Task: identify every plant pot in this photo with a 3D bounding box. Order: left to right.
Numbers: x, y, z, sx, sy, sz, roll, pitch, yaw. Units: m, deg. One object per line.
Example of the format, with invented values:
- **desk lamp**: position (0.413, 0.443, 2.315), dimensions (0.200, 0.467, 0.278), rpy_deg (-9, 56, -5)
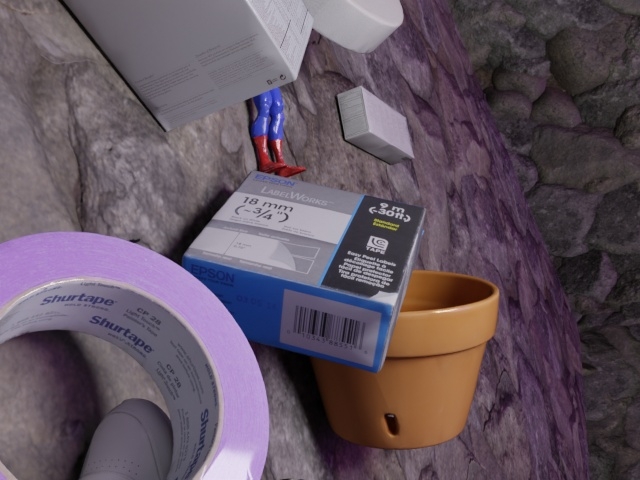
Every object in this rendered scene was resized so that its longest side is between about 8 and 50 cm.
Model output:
- **plant pot**: position (0.106, 0.166, 1.068), dimensions (0.291, 0.291, 0.203), rpy_deg (-19, 110, -64)

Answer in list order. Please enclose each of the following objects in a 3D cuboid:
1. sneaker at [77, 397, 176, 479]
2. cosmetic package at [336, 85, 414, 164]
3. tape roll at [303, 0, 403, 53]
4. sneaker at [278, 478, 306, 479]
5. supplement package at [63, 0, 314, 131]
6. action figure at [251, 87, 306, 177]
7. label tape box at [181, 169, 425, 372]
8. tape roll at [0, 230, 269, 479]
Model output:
- **sneaker**: position (-0.181, 0.261, 0.585), dimensions (0.152, 0.114, 0.305), rpy_deg (46, 37, -46)
- **cosmetic package**: position (0.117, -0.231, 1.532), dimensions (0.239, 0.061, 0.098), rpy_deg (15, 64, -61)
- **tape roll**: position (-0.024, -0.466, 1.170), dimensions (0.392, 0.072, 0.392), rpy_deg (36, 32, -27)
- **sneaker**: position (-0.052, 0.333, 0.863), dimensions (0.170, 0.068, 0.071), rpy_deg (-2, 84, -64)
- **supplement package**: position (-0.147, -0.275, 0.876), dimensions (0.203, 0.194, 0.149), rpy_deg (55, 31, -35)
- **action figure**: position (-0.054, -0.248, 1.124), dimensions (0.091, 0.139, 0.280), rpy_deg (2, 71, -65)
- **label tape box**: position (0.000, 0.000, 0.942), dimensions (0.333, 0.241, 0.105), rpy_deg (-62, 162, -56)
- **tape roll**: position (-0.179, 0.130, 0.569), dimensions (0.275, 0.090, 0.274), rpy_deg (23, 45, -25)
